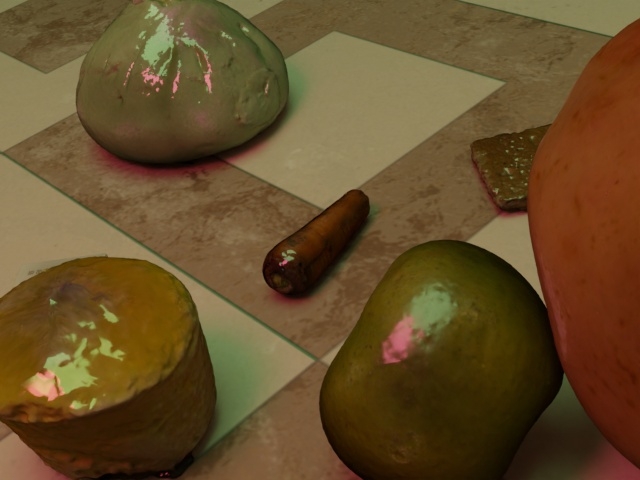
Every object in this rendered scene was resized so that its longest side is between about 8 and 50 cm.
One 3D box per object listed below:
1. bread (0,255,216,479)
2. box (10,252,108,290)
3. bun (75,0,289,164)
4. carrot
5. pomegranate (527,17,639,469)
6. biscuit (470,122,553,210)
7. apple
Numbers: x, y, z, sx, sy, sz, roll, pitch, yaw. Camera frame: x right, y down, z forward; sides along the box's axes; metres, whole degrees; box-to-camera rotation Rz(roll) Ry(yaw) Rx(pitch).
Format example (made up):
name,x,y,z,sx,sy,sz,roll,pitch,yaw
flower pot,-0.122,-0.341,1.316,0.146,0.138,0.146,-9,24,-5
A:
name,x,y,z,sx,sy,sz,roll,pitch,yaw
bread,-0.190,0.109,0.769,0.197,0.171,0.197,-9,39,7
box,-0.275,0.080,0.937,0.100,0.048,0.152,-9,39,8
bun,-0.190,-0.237,1.205,0.293,0.187,0.293,-6,39,5
carrot,0.000,0.000,0.958,0.055,0.055,0.161,15,38,32
pomegranate,0.334,0.006,0.601,0.411,0.412,0.412,-8,37,6
biscuit,0.294,-0.095,1.013,0.236,0.026,0.131,-12,39,-1
apple,0.091,0.102,0.691,0.156,0.196,0.196,33,53,15
